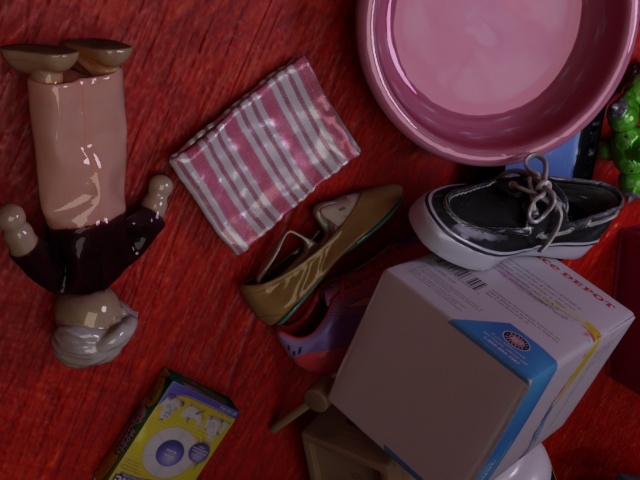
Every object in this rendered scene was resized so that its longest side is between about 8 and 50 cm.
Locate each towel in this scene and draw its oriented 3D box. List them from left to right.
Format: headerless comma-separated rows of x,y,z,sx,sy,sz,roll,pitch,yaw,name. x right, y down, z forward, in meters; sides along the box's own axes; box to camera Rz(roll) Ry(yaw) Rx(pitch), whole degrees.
-0.058,-0.094,0.996,0.197,0.029,0.144,-41,120,-14,towel

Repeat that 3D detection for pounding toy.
0.033,0.241,1.116,0.094,0.181,0.206,-41,133,-41,pounding toy

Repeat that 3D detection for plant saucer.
0.196,-0.253,1.012,0.332,0.084,0.332,-3,109,-10,plant saucer

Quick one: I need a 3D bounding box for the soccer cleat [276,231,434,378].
0.055,0.062,1.091,0.248,0.083,0.095,-44,116,-3,soccer cleat

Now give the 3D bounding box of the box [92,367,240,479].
-0.189,0.251,1.057,0.105,0.043,0.179,32,94,-31,box

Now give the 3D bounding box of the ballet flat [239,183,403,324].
0.000,0.000,1.043,0.232,0.080,0.073,-46,106,-7,ballet flat

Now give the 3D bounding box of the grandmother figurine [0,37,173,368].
-0.237,-0.027,0.904,0.208,0.104,0.342,-13,116,-38,grandmother figurine

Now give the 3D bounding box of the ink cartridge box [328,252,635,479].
0.190,0.134,1.034,0.270,0.198,0.197,-16,136,-48,ink cartridge box

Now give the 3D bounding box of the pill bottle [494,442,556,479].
0.241,0.372,1.226,0.188,0.188,0.333,-31,119,-14,pill bottle

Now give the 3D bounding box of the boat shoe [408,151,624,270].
0.238,-0.035,1.021,0.306,0.113,0.105,5,140,-35,boat shoe

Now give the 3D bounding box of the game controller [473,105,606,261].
0.280,-0.122,1.142,0.167,0.067,0.319,-2,108,-26,game controller

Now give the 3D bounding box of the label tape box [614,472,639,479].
0.472,0.496,1.383,0.348,0.115,0.249,21,99,-45,label tape box

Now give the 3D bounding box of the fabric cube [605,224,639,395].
0.606,0.115,1.276,0.259,0.258,0.254,-11,112,-22,fabric cube

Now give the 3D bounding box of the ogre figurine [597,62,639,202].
0.438,-0.138,1.199,0.118,0.097,0.197,-26,129,-29,ogre figurine
